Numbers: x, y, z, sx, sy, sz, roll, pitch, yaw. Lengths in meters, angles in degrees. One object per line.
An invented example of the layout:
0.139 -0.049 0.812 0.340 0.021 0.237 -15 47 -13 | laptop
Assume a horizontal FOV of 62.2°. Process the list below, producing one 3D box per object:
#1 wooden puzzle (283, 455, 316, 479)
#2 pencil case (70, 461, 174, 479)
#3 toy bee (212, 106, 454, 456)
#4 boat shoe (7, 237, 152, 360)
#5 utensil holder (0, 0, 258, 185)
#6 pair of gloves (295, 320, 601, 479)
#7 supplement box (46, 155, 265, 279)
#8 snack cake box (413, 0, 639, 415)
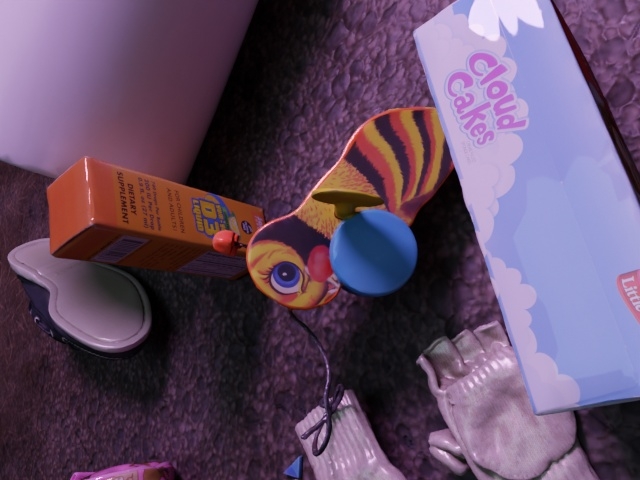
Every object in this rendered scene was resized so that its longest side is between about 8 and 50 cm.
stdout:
-0.019 0.292 0.546 0.078 0.014 0.116 -44 58 25 | wooden puzzle
-0.212 0.447 0.589 0.167 0.160 0.385 -15 69 -1 | pencil case
0.000 0.000 0.451 0.162 0.195 0.298 27 63 1 | toy bee
-0.359 0.105 0.798 0.340 0.127 0.113 21 126 32 | boat shoe
-0.249 -0.284 0.633 0.328 0.328 0.385 33 105 38 | utensil holder
0.097 0.194 0.431 0.240 0.042 0.204 -33 62 19 | pair of gloves
-0.159 -0.014 0.571 0.080 0.233 0.078 -27 66 29 | supplement box
0.165 -0.030 0.361 0.089 0.152 0.264 -26 67 34 | snack cake box
